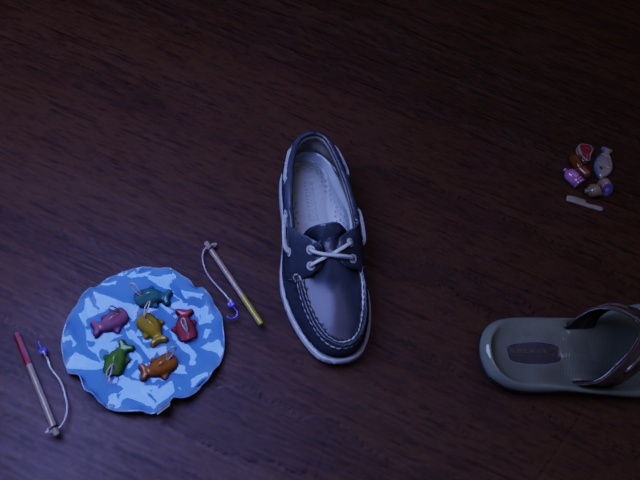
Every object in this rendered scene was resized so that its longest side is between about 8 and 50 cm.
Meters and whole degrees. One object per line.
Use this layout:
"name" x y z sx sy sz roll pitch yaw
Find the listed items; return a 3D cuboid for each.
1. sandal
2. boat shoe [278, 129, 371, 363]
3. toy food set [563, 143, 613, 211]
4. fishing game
"sandal" 0.345 0.130 0.807 0.303 0.086 0.120 -4 61 -11
"boat shoe" 0.000 0.000 0.826 0.114 0.091 0.302 -9 61 -13
"toy food set" 0.401 -0.104 0.993 0.078 0.019 0.122 17 59 1
"fishing game" -0.204 0.107 0.763 0.264 0.041 0.189 -23 63 -20
